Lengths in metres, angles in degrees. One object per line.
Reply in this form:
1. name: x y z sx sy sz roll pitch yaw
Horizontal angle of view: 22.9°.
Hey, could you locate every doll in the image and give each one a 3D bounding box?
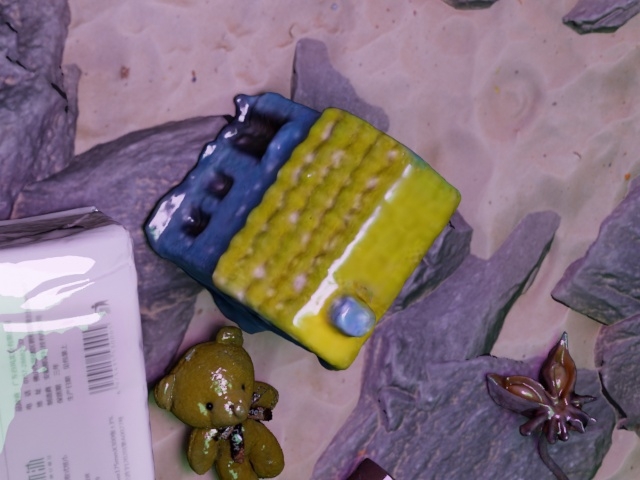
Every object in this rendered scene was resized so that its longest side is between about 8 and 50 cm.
1. doll: -0.096 0.205 1.785 0.137 0.097 0.209 -40 120 -20

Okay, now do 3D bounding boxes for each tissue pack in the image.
1. tissue pack: -0.312 0.156 1.611 0.266 0.194 0.357 -8 103 -23

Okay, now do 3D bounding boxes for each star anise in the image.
1. star anise: 0.310 0.248 2.034 0.227 0.218 0.148 94 18 -53

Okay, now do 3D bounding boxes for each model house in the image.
1. model house: 0.000 0.000 1.681 0.215 0.303 0.237 40 81 -34

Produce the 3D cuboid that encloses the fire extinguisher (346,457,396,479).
1. fire extinguisher: -0.005 0.385 1.882 0.268 0.072 0.089 -47 152 -10
